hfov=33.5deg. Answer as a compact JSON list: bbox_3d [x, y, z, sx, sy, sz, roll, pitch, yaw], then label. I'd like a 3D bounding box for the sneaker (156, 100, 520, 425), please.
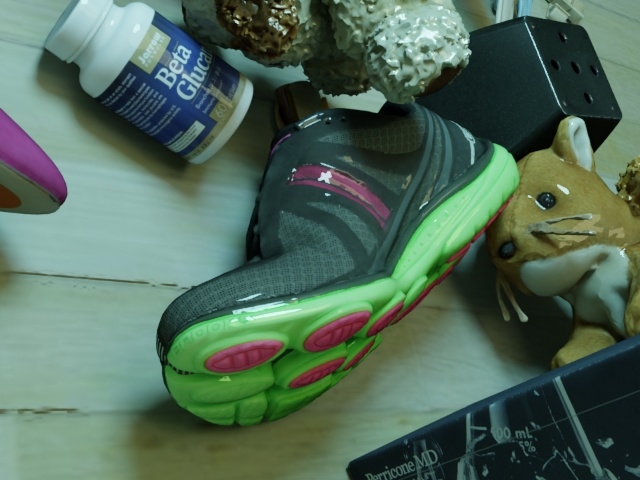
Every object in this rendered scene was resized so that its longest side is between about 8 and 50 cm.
[{"bbox_3d":[0.000,0.000,0.958,0.202,0.185,0.483,42,38,10],"label":"sneaker"}]

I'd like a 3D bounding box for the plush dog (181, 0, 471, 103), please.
[{"bbox_3d":[-0.014,-0.226,0.962,0.226,0.262,0.210,-9,103,-18],"label":"plush dog"}]

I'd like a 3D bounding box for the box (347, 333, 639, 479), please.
[{"bbox_3d":[0.242,0.256,0.869,0.179,0.343,0.312,-12,74,-45],"label":"box"}]

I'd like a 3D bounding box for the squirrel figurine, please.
[{"bbox_3d":[0.366,0.028,1.172,0.370,0.281,0.397,40,49,13],"label":"squirrel figurine"}]

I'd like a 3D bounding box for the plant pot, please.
[{"bbox_3d":[0.236,-0.160,1.248,0.188,0.167,0.188,-3,69,-43],"label":"plant pot"}]

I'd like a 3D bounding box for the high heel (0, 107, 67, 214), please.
[{"bbox_3d":[-0.322,-0.170,0.757,0.377,0.127,0.181,34,57,-19],"label":"high heel"}]

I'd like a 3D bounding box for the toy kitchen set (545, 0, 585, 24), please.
[{"bbox_3d":[0.369,-0.362,1.559,0.083,0.075,0.068,37,47,-15],"label":"toy kitchen set"}]

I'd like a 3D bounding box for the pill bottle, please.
[{"bbox_3d":[-0.151,-0.149,0.934,0.169,0.094,0.094,34,47,-23],"label":"pill bottle"}]

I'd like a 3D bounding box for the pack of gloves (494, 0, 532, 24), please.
[{"bbox_3d":[0.244,-0.373,1.396,0.195,0.046,0.232,-25,120,-63],"label":"pack of gloves"}]

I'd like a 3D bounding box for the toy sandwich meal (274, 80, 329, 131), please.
[{"bbox_3d":[-0.012,-0.126,1.096,0.086,0.029,0.085,22,52,-32],"label":"toy sandwich meal"}]
